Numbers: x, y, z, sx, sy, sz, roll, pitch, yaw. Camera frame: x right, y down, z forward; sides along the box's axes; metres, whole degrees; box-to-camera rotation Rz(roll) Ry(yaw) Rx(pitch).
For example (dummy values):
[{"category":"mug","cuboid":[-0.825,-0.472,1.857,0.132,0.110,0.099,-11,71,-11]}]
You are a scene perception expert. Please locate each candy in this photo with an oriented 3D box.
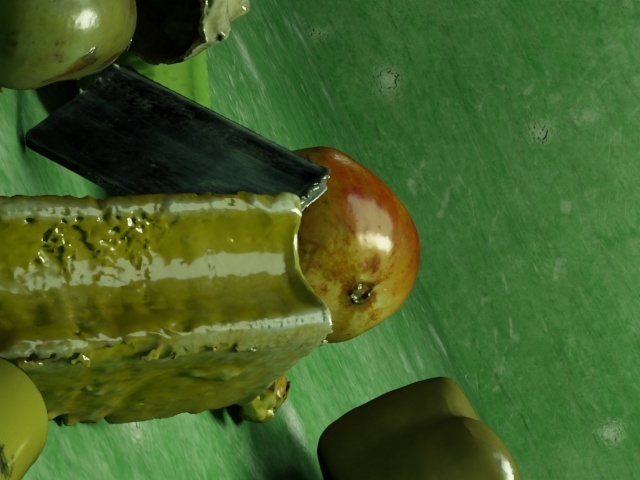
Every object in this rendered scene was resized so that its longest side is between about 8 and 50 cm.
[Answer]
[{"category":"candy","cuboid":[-0.202,-0.195,1.574,0.132,0.142,0.344,43,19,-33]}]

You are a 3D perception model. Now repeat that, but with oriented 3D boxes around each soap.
[{"category":"soap","cuboid":[-0.211,0.074,1.150,0.338,0.304,0.169,-3,66,-34]}]

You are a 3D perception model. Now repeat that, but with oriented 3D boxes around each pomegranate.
[{"category":"pomegranate","cuboid":[0.000,0.000,1.844,0.252,0.229,0.270,46,7,-33]}]

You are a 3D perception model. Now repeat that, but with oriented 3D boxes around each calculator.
[{"category":"calculator","cuboid":[-0.137,-0.079,1.342,0.161,0.261,0.021,-45,156,-42]}]

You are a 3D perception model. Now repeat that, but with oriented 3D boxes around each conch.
[{"category":"conch","cuboid":[-0.137,-0.304,1.427,0.291,0.159,0.210,-4,-62,55]}]

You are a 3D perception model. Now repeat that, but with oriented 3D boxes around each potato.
[{"category":"potato","cuboid":[-0.253,-0.221,1.322,0.165,0.165,0.262,61,11,-8]}]

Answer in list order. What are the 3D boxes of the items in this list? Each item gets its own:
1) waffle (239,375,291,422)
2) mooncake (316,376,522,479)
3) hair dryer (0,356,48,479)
[{"category":"waffle","cuboid":[-0.094,0.047,1.558,0.325,0.068,0.302,-132,-154,-86]},{"category":"mooncake","cuboid":[0.149,0.337,1.553,0.378,0.200,0.379,155,-90,-83]},{"category":"hair dryer","cuboid":[-0.184,0.213,0.855,0.135,0.090,0.279,-79,147,-74]}]
